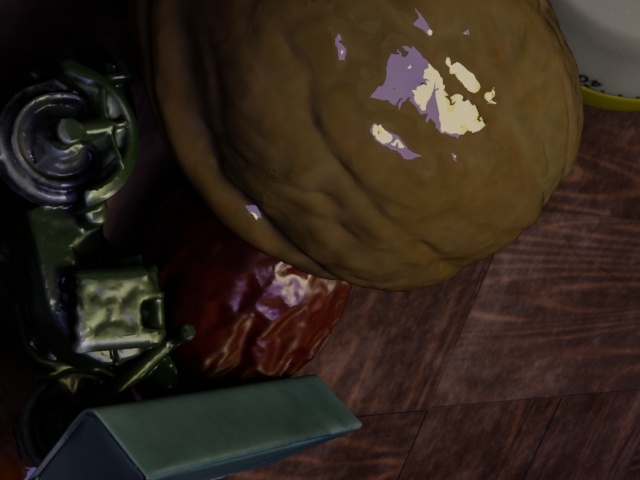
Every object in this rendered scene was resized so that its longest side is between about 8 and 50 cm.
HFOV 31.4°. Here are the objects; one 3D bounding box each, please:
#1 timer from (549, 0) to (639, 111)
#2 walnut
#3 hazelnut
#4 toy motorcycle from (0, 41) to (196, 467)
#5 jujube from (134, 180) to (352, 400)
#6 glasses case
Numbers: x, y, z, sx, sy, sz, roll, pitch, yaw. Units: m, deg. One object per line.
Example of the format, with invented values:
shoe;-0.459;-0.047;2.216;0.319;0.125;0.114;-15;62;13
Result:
timer;0.254;-0.227;0.951;0.285;0.285;0.285;-22;130;-29
walnut;0.018;-0.116;0.731;0.252;0.277;0.313;-33;129;20
hazelnut;-0.236;0.151;0.844;0.154;0.143;0.143;-17;129;-10
toy motorcycle;-0.151;0.014;0.743;0.127;0.205;0.275;-15;87;-28
jujube;-0.073;0.048;0.903;0.168;0.168;0.236;2;127;-42
glasses case;-0.082;0.137;0.789;0.105;0.056;0.266;-26;166;26
